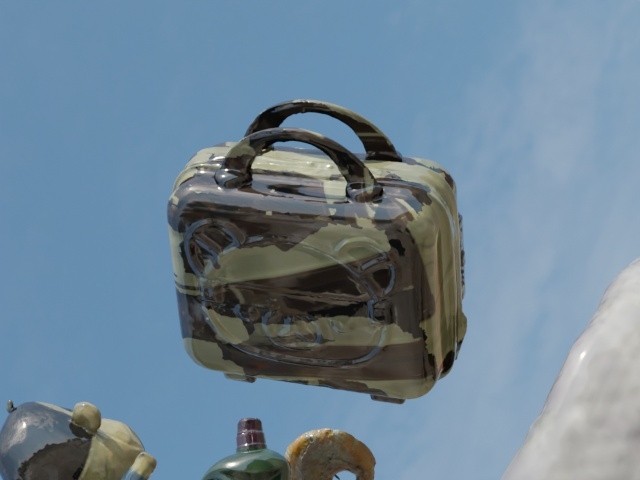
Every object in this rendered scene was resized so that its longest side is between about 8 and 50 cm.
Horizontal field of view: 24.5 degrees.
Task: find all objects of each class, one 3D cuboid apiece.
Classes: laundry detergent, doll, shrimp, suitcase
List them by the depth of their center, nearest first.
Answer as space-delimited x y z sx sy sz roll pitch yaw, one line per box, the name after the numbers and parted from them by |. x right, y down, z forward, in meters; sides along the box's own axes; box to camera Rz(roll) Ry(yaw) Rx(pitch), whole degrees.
-0.137 0.164 0.951 0.089 0.179 0.102 -39 -14 -52 | doll
0.000 0.000 1.715 0.194 0.352 0.339 -55 -35 -54 | suitcase
-0.101 0.346 1.944 0.078 0.144 0.221 56 -154 -72 | laundry detergent
0.019 0.353 2.157 0.132 0.051 0.187 -13 -59 7 | shrimp

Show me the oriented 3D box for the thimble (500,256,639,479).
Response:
0.150 0.133 0.587 0.217 0.157 0.245 -51 -19 -35 | thimble
